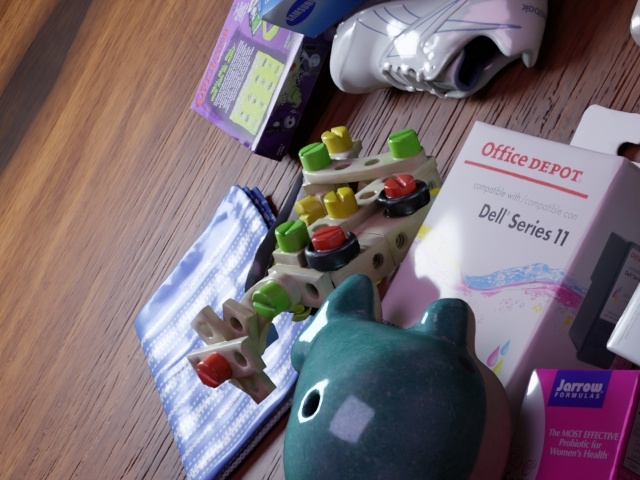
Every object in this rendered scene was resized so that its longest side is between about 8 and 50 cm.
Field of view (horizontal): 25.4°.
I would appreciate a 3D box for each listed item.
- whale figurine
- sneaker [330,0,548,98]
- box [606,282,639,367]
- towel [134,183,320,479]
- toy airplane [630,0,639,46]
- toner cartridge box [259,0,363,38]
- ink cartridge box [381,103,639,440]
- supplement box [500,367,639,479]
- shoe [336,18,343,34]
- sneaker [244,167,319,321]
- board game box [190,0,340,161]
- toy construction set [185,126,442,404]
[{"bbox_3d":[0.029,0.120,1.091,0.216,0.141,0.272,-52,34,16],"label":"whale figurine"},{"bbox_3d":[0.115,-0.206,1.489,0.297,0.111,0.129,-19,56,46],"label":"sneaker"},{"bbox_3d":[0.289,0.067,1.038,0.087,0.101,0.102,27,89,57],"label":"box"},{"bbox_3d":[-0.110,0.102,1.601,0.243,0.040,0.336,-50,34,15],"label":"towel"},{"bbox_3d":[0.359,-0.359,1.040,0.272,0.384,0.386,-178,72,-77],"label":"toy airplane"},{"bbox_3d":[0.050,-0.348,1.453,0.348,0.075,0.165,-26,52,59],"label":"toner cartridge box"},{"bbox_3d":[0.178,0.027,1.198,0.207,0.119,0.353,22,84,57],"label":"ink cartridge box"},{"bbox_3d":[0.198,0.214,1.034,0.111,0.114,0.220,-7,57,52],"label":"supplement box"},{"bbox_3d":[0.017,-0.327,1.755,0.081,0.063,0.178,5,74,53],"label":"shoe"},{"bbox_3d":[0.000,0.000,1.514,0.084,0.097,0.235,103,-169,-51],"label":"sneaker"},{"bbox_3d":[-0.040,-0.287,1.717,0.208,0.056,0.347,36,106,52],"label":"board game box"},{"bbox_3d":[0.002,0.008,1.346,0.215,0.151,0.328,6,47,45],"label":"toy construction set"}]
